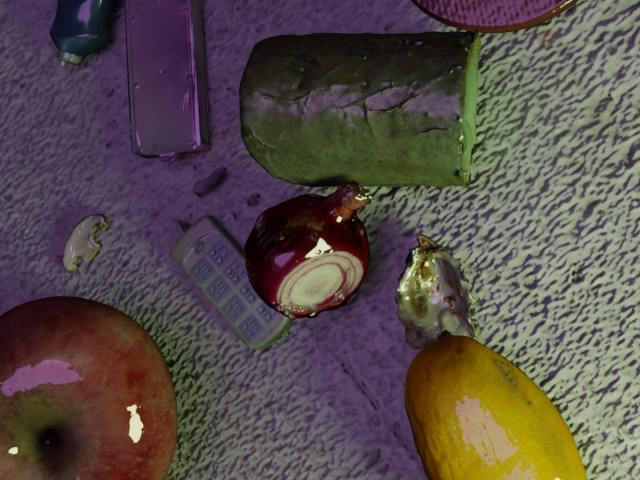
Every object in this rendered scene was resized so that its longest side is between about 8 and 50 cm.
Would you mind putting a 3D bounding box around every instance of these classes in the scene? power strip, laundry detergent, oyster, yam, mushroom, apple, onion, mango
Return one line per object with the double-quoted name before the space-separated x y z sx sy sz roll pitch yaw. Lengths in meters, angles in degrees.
"power strip" -0.124 0.052 1.701 0.080 0.029 0.227 -46 73 13
"laundry detergent" -0.330 -0.341 1.784 0.096 0.061 0.206 19 95 19
"oyster" 0.145 0.066 1.585 0.103 0.051 0.148 -1 96 10
"yam" 0.054 -0.161 1.562 0.300 0.195 0.195 3 88 20
"mushroom" -0.335 0.003 1.791 0.049 0.019 0.101 44 105 18
"apple" -0.339 0.238 1.663 0.344 0.269 0.345 0 97 3
"power strip" -0.214 -0.245 1.746 0.109 0.037 0.279 -5 86 21
"onion" -0.009 -0.009 1.581 0.135 0.173 0.198 46 118 35
"mango" 0.221 0.275 1.501 0.187 0.144 0.359 -36 81 28

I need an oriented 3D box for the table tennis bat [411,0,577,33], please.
"table tennis bat" 0.278 -0.409 1.561 0.414 0.051 0.268 -15 83 21
